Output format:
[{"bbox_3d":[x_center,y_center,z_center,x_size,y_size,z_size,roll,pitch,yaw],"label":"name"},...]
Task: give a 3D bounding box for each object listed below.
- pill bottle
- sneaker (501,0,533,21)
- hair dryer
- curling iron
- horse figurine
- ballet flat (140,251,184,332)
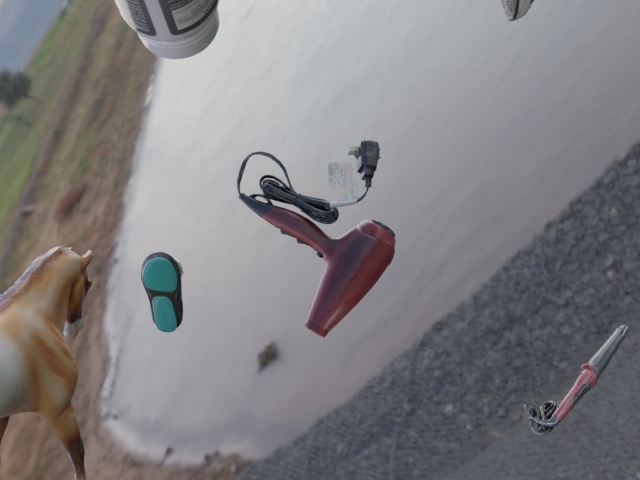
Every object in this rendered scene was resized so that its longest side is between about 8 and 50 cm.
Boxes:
[{"bbox_3d":[-0.297,-0.501,1.704,0.361,0.204,0.204,85,-156,-70],"label":"pill bottle"},{"bbox_3d":[0.371,-0.442,1.419,0.295,0.179,0.123,58,-164,-84],"label":"sneaker"},{"bbox_3d":[0.000,0.000,1.377,0.080,0.224,0.293,52,-150,-75],"label":"hair dryer"},{"bbox_3d":[0.431,0.222,1.522,0.274,0.035,0.068,-39,33,-26],"label":"curling iron"},{"bbox_3d":[-0.203,0.097,0.498,0.066,0.263,0.174,6,95,27],"label":"horse figurine"},{"bbox_3d":[-0.269,0.073,1.587,0.203,0.074,0.074,94,-178,-46],"label":"ballet flat"}]
